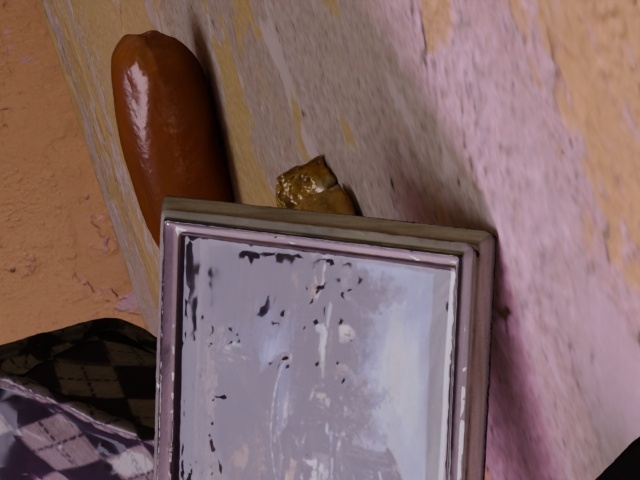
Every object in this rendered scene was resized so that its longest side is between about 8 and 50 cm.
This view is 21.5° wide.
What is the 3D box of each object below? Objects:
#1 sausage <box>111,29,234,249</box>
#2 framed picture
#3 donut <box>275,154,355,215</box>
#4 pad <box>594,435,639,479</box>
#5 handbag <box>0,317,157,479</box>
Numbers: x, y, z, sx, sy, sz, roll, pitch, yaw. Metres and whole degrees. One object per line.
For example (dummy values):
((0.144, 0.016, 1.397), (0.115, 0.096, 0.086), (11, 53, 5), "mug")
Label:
((-0.131, -0.080, 1.509), (0.098, 0.098, 0.238), (-124, 19, -58), "sausage")
((-0.013, 0.131, 0.871), (0.232, 0.019, 0.296), (6, 97, 42), "framed picture")
((0.000, 0.000, 1.102), (0.108, 0.043, 0.097), (-123, 20, -69), "donut")
((0.089, 0.105, 0.341), (0.007, 0.247, 0.367), (48, 170, -7), "pad")
((-0.075, 0.289, 1.075), (0.317, 0.180, 0.416), (18, 110, 28), "handbag")
